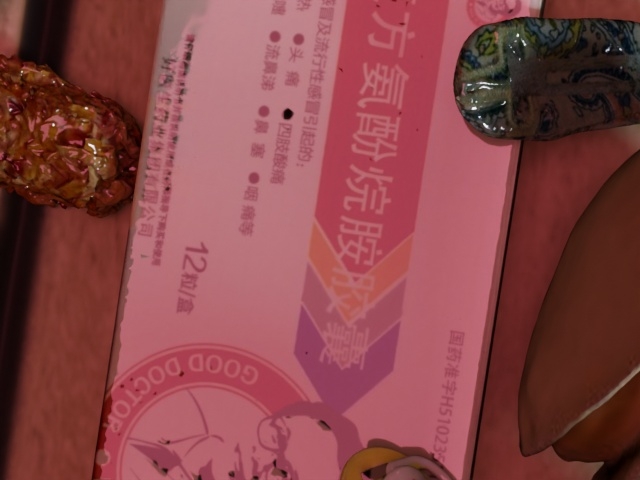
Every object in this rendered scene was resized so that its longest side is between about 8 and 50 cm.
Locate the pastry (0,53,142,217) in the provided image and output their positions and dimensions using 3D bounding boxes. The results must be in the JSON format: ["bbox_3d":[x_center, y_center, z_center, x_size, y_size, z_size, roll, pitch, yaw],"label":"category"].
[{"bbox_3d":[-0.187,-0.068,0.709,0.169,0.063,0.087,16,94,9],"label":"pastry"}]

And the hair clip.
[{"bbox_3d":[0.176,-0.090,0.635,0.229,0.036,0.066,-5,87,-13],"label":"hair clip"}]

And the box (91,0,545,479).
[{"bbox_3d":[0.000,0.000,0.676,0.214,0.069,0.353,9,92,10],"label":"box"}]

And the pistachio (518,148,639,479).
[{"bbox_3d":[0.180,0.035,0.602,0.126,0.152,0.223,32,113,6],"label":"pistachio"}]

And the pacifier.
[{"bbox_3d":[0.040,0.150,0.615,0.083,0.068,0.064,57,133,24],"label":"pacifier"}]
